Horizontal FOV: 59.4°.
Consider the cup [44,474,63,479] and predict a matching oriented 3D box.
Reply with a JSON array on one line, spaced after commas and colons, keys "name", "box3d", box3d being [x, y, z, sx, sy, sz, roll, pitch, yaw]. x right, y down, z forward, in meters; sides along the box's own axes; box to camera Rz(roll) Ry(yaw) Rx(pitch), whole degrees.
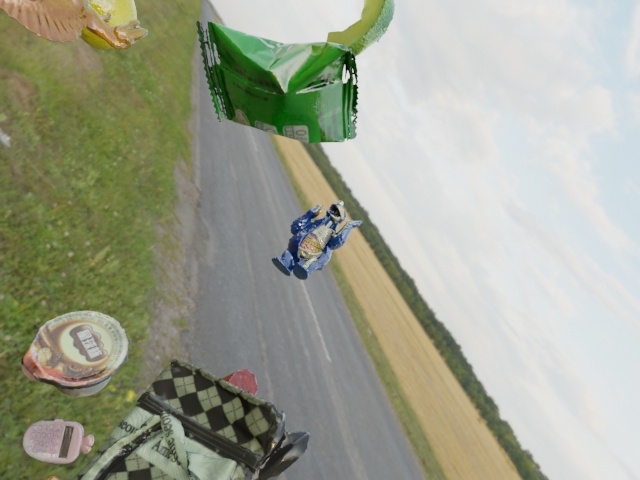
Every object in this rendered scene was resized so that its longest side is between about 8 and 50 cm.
[{"name": "cup", "box3d": [-0.437, 0.570, 1.004, 0.264, 0.226, 0.182, 38, 2, -2]}]

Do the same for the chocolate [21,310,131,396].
[{"name": "chocolate", "box3d": [-0.541, 0.280, 1.257, 0.221, 0.221, 0.147, 60, -38, 43]}]

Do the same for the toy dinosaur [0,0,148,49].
[{"name": "toy dinosaur", "box3d": [-0.303, -0.248, 0.588, 0.142, 0.057, 0.212, 54, 44, -1]}]

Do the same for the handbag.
[{"name": "handbag", "box3d": [-0.222, 0.377, 0.763, 0.316, 0.416, 0.180, -2, -47, 46]}]

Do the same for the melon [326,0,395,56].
[{"name": "melon", "box3d": [0.096, -0.504, 1.323, 0.064, 0.209, 0.118, 26, 39, -53]}]

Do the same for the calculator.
[{"name": "calculator", "box3d": [-0.641, 0.491, 1.376, 0.024, 0.166, 0.103, 116, -18, -71]}]

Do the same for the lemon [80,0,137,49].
[{"name": "lemon", "box3d": [-0.357, -0.377, 0.920, 0.109, 0.109, 0.133, 58, -21, 25]}]

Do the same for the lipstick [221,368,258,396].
[{"name": "lipstick", "box3d": [-0.218, 0.323, 1.120, 0.073, 0.279, 0.073, 19, 56, -30]}]

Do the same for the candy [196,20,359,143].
[{"name": "candy", "box3d": [-0.052, -0.190, 0.696, 0.078, 0.203, 0.141, -62, 160, -52]}]

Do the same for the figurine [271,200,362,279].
[{"name": "figurine", "box3d": [-0.009, 0.001, 1.541, 0.164, 0.262, 0.121, 38, -19, 33]}]
